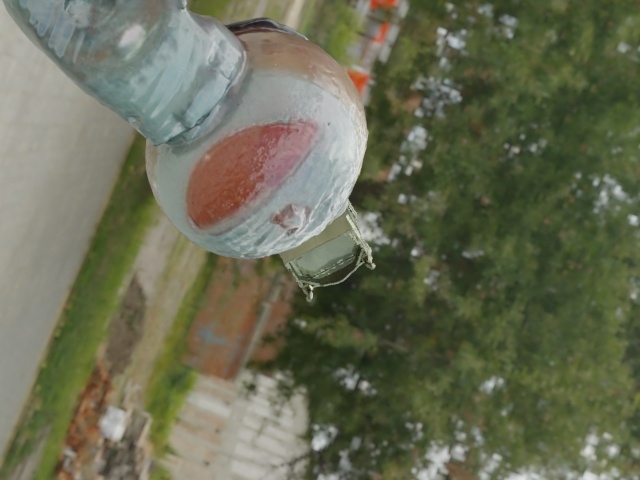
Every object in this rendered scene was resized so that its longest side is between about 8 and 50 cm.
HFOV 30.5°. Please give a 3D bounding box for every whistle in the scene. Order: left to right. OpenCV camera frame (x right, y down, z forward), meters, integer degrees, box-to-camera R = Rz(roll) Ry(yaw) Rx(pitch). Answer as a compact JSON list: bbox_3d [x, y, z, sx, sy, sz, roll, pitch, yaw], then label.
[{"bbox_3d":[-0.090,-0.103,0.865,0.189,0.348,0.189,-29,-140,28],"label":"whistle"}]

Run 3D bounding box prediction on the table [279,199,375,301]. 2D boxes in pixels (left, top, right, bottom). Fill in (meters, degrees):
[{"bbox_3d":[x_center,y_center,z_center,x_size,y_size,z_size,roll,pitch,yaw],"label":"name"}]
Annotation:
[{"bbox_3d":[0.000,0.000,1.115,0.079,0.062,0.083,-28,-139,6],"label":"table"}]
